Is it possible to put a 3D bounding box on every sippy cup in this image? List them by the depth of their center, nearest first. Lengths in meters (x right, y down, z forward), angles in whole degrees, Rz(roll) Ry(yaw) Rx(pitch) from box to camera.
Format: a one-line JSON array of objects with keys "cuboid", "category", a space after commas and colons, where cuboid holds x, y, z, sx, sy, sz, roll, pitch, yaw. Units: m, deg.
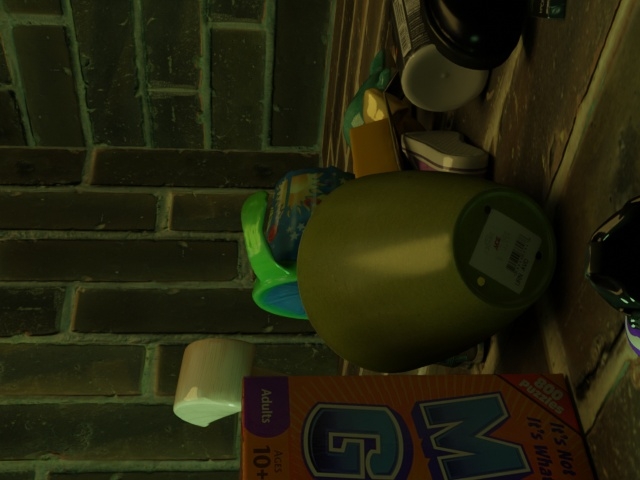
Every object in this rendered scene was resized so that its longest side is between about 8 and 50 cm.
[{"cuboid": [0.000, 0.000, 1.632, 0.305, 0.239, 0.224, 74, -166, -68], "category": "sippy cup"}]

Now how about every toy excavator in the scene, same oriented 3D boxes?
[{"cuboid": [0.032, 0.254, 1.254, 0.445, 0.432, 0.223, 102, 176, -63], "category": "toy excavator"}]

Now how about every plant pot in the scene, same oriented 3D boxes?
[{"cuboid": [0.150, 0.024, 1.147, 0.293, 0.274, 0.275, 161, 110, -67], "category": "plant pot"}]

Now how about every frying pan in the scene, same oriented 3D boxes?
[{"cuboid": [0.181, -0.351, 1.706, 0.326, 0.053, 0.197, -55, 3, 35], "category": "frying pan"}]

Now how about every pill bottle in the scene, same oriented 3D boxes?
[{"cuboid": [0.173, -0.319, 1.418, 0.131, 0.130, 0.246, 96, 173, -46], "category": "pill bottle"}]

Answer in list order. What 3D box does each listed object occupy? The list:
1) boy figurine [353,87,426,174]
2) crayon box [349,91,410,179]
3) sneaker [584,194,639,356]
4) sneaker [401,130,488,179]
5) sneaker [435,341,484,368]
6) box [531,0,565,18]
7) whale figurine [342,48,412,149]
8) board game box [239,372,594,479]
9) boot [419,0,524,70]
[{"cuboid": [0.134, -0.163, 1.708, 0.092, 0.177, 0.285, 38, 151, 37], "category": "boy figurine"}, {"cuboid": [0.125, -0.060, 1.583, 0.203, 0.083, 0.323, -95, -14, -48], "category": "crayon box"}, {"cuboid": [0.233, 0.018, 0.601, 0.293, 0.146, 0.102, 106, 163, -71], "category": "sneaker"}, {"cuboid": [0.184, -0.082, 1.459, 0.282, 0.102, 0.161, -105, 13, -72], "category": "sneaker"}, {"cuboid": [0.198, 0.159, 1.396, 0.166, 0.076, 0.065, 102, 167, -66], "category": "sneaker"}, {"cuboid": [0.259, -0.294, 1.054, 0.067, 0.018, 0.083, -104, 16, -72], "category": "box"}, {"cuboid": [0.116, -0.288, 2.002, 0.216, 0.141, 0.272, 97, 172, -54], "category": "whale figurine"}, {"cuboid": [0.090, 0.391, 1.004, 0.356, 0.356, 0.356, -95, 7, -45], "category": "board game box"}, {"cuboid": [0.199, -0.409, 1.111, 0.260, 0.131, 0.348, 105, 165, -71], "category": "boot"}]
